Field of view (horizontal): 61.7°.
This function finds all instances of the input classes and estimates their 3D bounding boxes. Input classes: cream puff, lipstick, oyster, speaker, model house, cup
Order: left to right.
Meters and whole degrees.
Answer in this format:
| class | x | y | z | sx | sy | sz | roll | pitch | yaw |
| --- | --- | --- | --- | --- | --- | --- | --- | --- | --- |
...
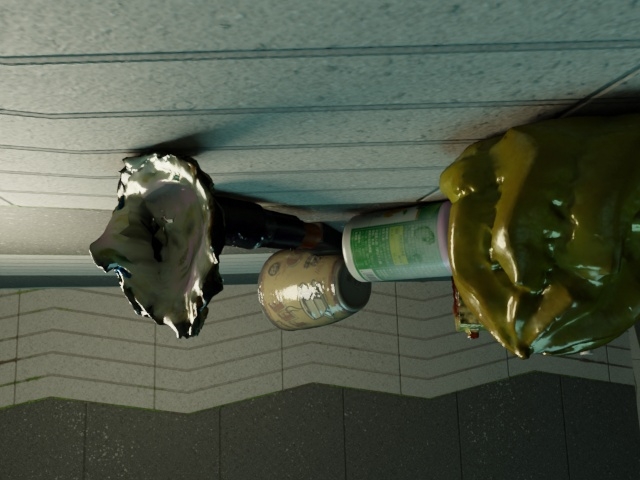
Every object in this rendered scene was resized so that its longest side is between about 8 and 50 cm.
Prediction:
| class | x | y | z | sx | sy | sz | roll | pitch | yaw |
| --- | --- | --- | --- | --- | --- | --- | --- | --- | --- |
| oyster | -0.185 | -0.004 | 0.624 | 0.259 | 0.198 | 0.092 | 18 | -172 | 37 |
| lipstick | -0.109 | -0.022 | 0.905 | 0.081 | 0.081 | 0.300 | -9 | 167 | 39 |
| speaker | 0.000 | 0.000 | 1.208 | 0.082 | 0.044 | 0.218 | -4 | 171 | 15 |
| cup | 0.025 | 0.139 | 1.438 | 0.257 | 0.227 | 0.301 | -6 | 160 | 44 |
| model house | 0.447 | 0.135 | 1.418 | 0.196 | 0.254 | 0.160 | -2 | 160 | 8 |
| cream puff | 0.298 | 0.006 | 0.622 | 0.291 | 0.257 | 0.324 | -2 | 173 | 27 |

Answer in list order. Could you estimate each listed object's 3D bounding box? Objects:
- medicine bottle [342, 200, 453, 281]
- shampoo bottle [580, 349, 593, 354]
| class | x | y | z | sx | sy | sz | roll | pitch | yaw |
| --- | --- | --- | --- | --- | --- | --- | --- | --- | --- |
| medicine bottle | 0.185 | 0.002 | 0.961 | 0.274 | 0.133 | 0.133 | -6 | 171 | 34 |
| shampoo bottle | 0.636 | 0.126 | 1.313 | 0.092 | 0.303 | 0.092 | -3 | 171 | 0 |
